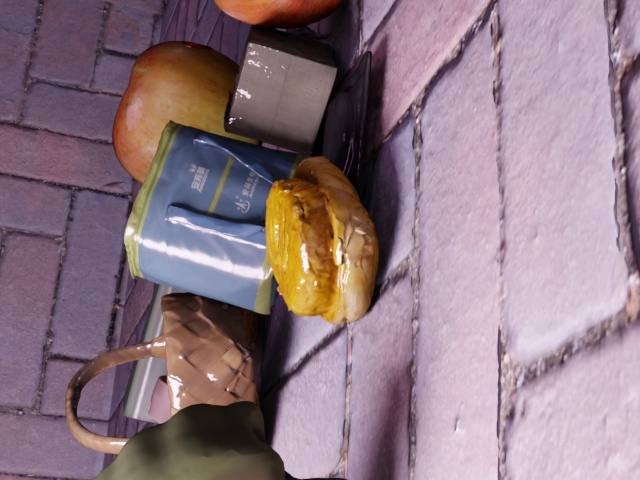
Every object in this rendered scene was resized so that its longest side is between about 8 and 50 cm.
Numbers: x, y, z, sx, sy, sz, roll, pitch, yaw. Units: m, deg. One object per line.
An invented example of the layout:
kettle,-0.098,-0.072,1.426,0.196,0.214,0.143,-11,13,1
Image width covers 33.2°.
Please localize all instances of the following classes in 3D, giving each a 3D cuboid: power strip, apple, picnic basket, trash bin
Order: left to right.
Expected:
picnic basket,-0.259,0.251,1.753,0.293,0.337,0.337,-107,32,-59
trash bin,-0.306,0.214,2.325,0.223,0.158,0.343,-169,94,-79
power strip,-0.253,0.320,2.085,0.154,0.154,0.078,-159,87,-73
apple,-0.270,-0.249,2.273,0.338,0.305,0.338,-164,90,-87
apple,-0.080,-0.465,1.810,0.241,0.242,0.242,13,92,51

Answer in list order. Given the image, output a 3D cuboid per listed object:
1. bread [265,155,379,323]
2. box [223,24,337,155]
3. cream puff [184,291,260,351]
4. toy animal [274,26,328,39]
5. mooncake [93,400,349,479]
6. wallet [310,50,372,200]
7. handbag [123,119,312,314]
bread,0.000,0.002,1.467,0.236,0.120,0.198,-118,26,-52
box,-0.069,-0.256,1.778,0.231,0.155,0.149,-93,20,-71
cream puff,-0.178,0.139,1.980,0.189,0.129,0.189,45,146,44
toy animal,-0.076,-0.377,2.061,0.367,0.081,0.205,134,134,-58
mooncake,-0.107,0.367,1.218,0.187,0.351,0.351,-136,59,-71
wallet,0.020,-0.121,1.660,0.323,0.041,0.247,131,148,-69
handbag,-0.155,-0.039,1.679,0.222,0.241,0.263,102,-178,-65
